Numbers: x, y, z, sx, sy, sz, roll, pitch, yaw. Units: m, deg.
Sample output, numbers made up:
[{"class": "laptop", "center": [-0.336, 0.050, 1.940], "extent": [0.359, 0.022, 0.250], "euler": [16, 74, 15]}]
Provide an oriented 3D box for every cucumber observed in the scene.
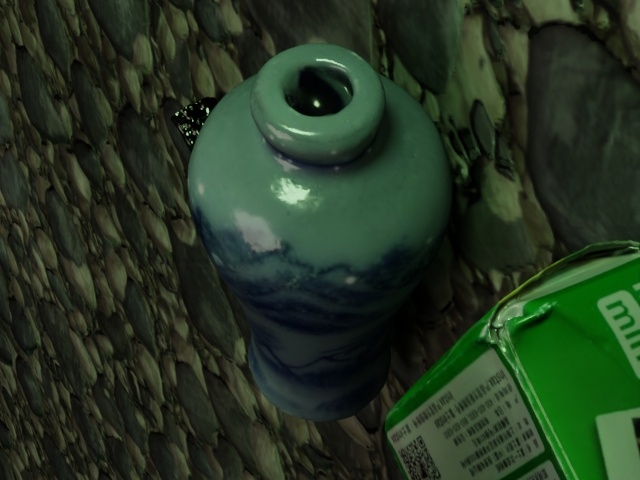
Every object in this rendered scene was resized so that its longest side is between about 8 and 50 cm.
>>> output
[{"class": "cucumber", "center": [-0.047, -0.024, 1.040], "extent": [0.039, 0.043, 0.163], "euler": [-39, 72, 21]}]

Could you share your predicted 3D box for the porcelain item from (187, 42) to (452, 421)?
[{"class": "porcelain item", "center": [0.000, 0.000, 0.852], "extent": [0.141, 0.141, 0.259], "euler": [55, 162, 29]}]

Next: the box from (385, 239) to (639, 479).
[{"class": "box", "center": [0.138, 0.141, 0.703], "extent": [0.250, 0.103, 0.180], "euler": [65, 156, 13]}]
